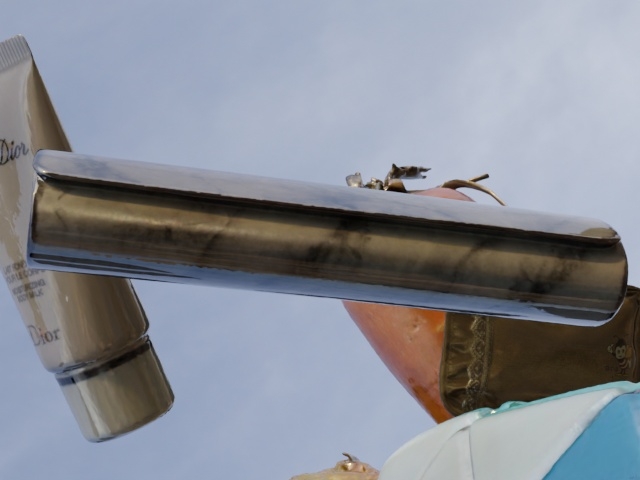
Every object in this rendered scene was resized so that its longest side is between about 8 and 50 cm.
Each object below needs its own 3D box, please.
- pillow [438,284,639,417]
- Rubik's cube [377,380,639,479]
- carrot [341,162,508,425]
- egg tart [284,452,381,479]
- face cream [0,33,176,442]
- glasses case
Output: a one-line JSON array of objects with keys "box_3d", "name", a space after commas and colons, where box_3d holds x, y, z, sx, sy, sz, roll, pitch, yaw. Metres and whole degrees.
[{"box_3d": [0.201, 0.097, 1.185, 0.217, 0.033, 0.130, 6, -91, -25], "name": "pillow"}, {"box_3d": [0.103, 0.105, 0.421, 0.254, 0.254, 0.255, 1, -92, -41], "name": "Rubik's cube"}, {"box_3d": [0.127, 0.045, 1.463, 0.331, 0.214, 0.193, 51, -148, 19], "name": "carrot"}, {"box_3d": [0.068, 0.347, 1.551, 0.339, 0.351, 0.153, 26, -97, -6], "name": "egg tart"}, {"box_3d": [-0.208, 0.004, 1.050, 0.089, 0.143, 0.314, -28, -82, -48], "name": "face cream"}, {"box_3d": [0.000, 0.000, 0.701, 0.299, 0.114, 0.060, 6, -88, -10], "name": "glasses case"}]
